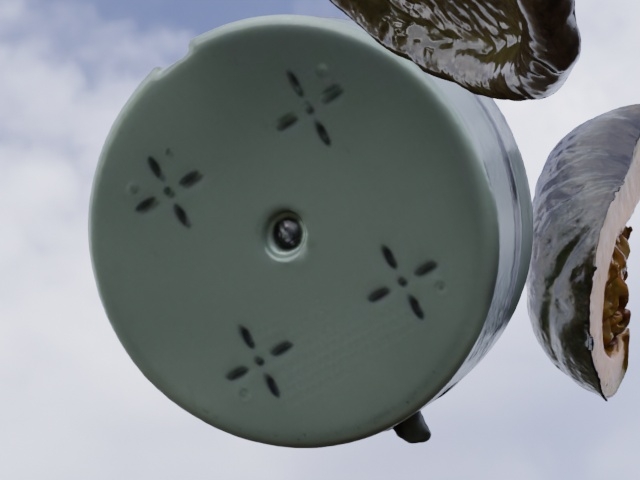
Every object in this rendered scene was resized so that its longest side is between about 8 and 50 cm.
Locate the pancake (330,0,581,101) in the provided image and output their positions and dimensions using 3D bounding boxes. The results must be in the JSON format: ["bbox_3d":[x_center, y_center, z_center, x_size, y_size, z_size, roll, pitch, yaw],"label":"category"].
[{"bbox_3d":[0.022,-0.174,0.815,0.033,0.288,0.286,-47,-63,-10],"label":"pancake"}]

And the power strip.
[{"bbox_3d":[0.000,0.000,1.301,0.357,0.357,0.161,-24,-3,19],"label":"power strip"}]

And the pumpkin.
[{"bbox_3d":[0.224,-0.002,1.461,0.111,0.278,0.163,7,-3,20],"label":"pumpkin"}]
